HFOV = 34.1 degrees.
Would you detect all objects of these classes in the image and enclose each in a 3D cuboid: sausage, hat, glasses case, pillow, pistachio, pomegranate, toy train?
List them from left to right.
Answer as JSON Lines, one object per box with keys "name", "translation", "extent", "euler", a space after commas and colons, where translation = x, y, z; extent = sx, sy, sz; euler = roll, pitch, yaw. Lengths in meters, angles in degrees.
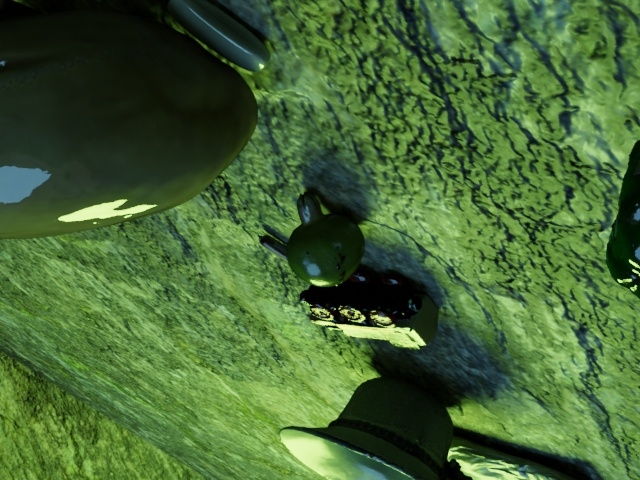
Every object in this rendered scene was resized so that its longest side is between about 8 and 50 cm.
{"name": "pistachio", "translation": [-0.192, -0.082, 0.772], "extent": [0.292, 0.162, 0.181], "euler": [-10, 156, -3]}
{"name": "glasses case", "translation": [-0.073, -0.151, 0.754], "extent": [0.083, 0.021, 0.032], "euler": [34, 160, -15]}
{"name": "sausage", "translation": [-0.024, 0.022, 1.090], "extent": [0.100, 0.015, 0.015], "euler": [32, 158, -11]}
{"name": "pomegranate", "translation": [-0.002, 0.002, 0.953], "extent": [0.084, 0.073, 0.073], "euler": [45, 159, 6]}
{"name": "toy train", "translation": [0.048, 0.070, 1.053], "extent": [0.137, 0.050, 0.087], "euler": [3, 147, 35]}
{"name": "hat", "translation": [0.088, 0.241, 1.287], "extent": [0.257, 0.130, 0.257], "euler": [24, 159, 10]}
{"name": "pillow", "translation": [0.256, 0.315, 1.366], "extent": [0.229, 0.050, 0.148], "euler": [10, 146, 40]}

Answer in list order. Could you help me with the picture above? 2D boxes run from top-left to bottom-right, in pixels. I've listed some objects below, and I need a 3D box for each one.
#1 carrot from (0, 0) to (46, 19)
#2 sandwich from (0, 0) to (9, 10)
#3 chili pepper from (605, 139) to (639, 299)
{"name": "carrot", "translation": [-0.206, -0.132, 0.881], "extent": [0.193, 0.087, 0.087], "euler": [28, 159, -7]}
{"name": "sandwich", "translation": [-0.293, -0.218, 0.779], "extent": [0.258, 0.096, 0.094], "euler": [9, 146, 42]}
{"name": "chili pepper", "translation": [0.219, -0.036, 0.582], "extent": [0.099, 0.083, 0.253], "euler": [30, 157, 23]}
